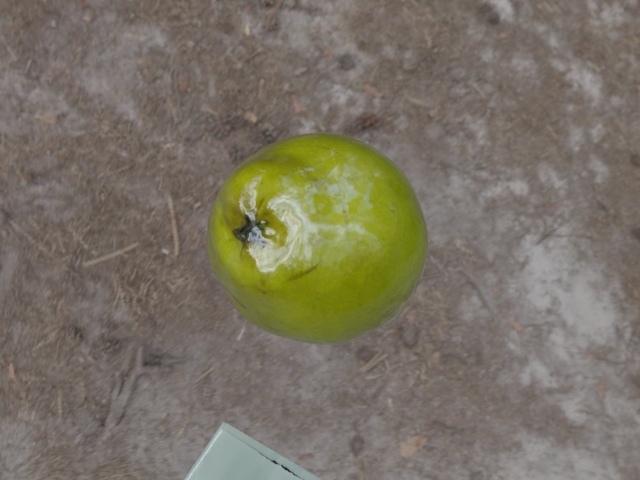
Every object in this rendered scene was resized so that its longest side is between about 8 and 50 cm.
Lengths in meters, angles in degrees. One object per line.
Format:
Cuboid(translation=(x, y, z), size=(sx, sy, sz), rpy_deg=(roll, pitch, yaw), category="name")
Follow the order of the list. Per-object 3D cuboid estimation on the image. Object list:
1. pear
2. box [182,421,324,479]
Cuboid(translation=(0.000, 0.000, 0.831), size=(0.269, 0.213, 0.212), rpy_deg=(14, 62, -62), category="pear")
Cuboid(translation=(-0.036, 0.235, 0.628), size=(0.086, 0.225, 0.129), rpy_deg=(43, 73, -26), category="box")
